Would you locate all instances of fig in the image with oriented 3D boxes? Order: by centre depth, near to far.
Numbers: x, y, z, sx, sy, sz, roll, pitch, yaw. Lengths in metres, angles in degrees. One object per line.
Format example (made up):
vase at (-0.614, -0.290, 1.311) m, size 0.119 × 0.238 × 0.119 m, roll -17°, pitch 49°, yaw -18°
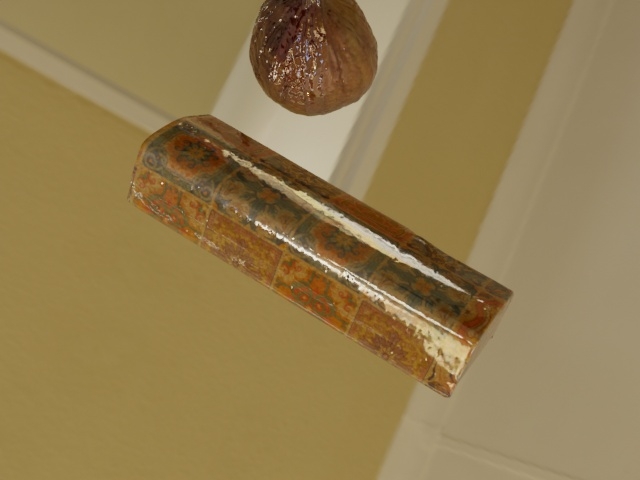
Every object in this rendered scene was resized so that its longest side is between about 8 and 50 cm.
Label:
fig at (-0.003, -0.221, 0.983) m, size 0.134 × 0.146 × 0.201 m, roll -32°, pitch 165°, yaw -18°

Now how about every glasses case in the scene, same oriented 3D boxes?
glasses case at (0.000, 0.000, 0.561) m, size 0.075 × 0.218 × 0.049 m, roll -39°, pitch 155°, yaw -53°
